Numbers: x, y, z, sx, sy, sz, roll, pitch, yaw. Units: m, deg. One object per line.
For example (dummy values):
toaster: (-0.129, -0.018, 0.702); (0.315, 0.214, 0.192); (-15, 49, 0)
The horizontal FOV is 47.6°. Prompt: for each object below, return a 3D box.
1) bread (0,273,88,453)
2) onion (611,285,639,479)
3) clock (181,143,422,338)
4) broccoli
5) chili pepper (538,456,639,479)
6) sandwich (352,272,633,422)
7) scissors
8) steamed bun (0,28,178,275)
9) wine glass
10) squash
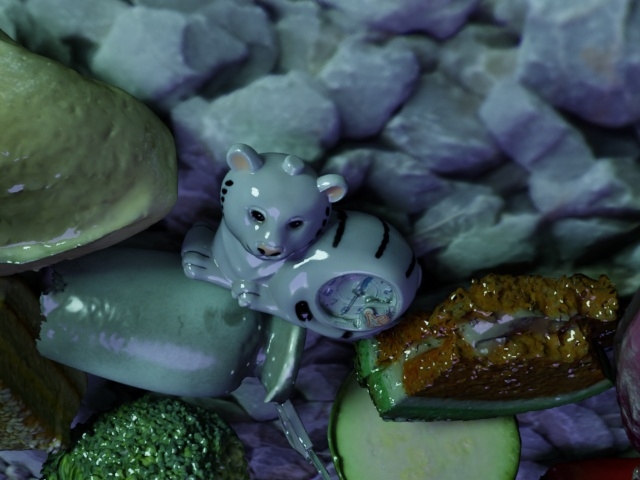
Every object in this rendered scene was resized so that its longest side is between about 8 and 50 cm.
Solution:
bread: (-0.346, 0.106, 0.639); (0.234, 0.110, 0.184); (-2, 139, 8)
onion: (0.347, 0.135, 0.525); (0.267, 0.159, 0.348); (-8, 130, -9)
clock: (0.000, 0.000, 0.522); (0.176, 0.080, 0.117); (21, 133, -15)
broccoli: (-0.177, 0.245, 0.721); (0.198, 0.176, 0.226); (18, 118, -39)
chili pepper: (0.360, 0.245, 0.756); (0.369, 0.092, 0.137); (-19, 126, 14)
sandwich: (0.156, 0.088, 0.570); (0.235, 0.079, 0.159); (-2, 155, -14)
scissors: (-0.004, 0.209, 0.680); (0.015, 0.189, 0.100); (-26, 134, -14)
steamed bun: (-0.199, -0.039, 0.455); (0.213, 0.110, 0.231); (-3, 143, -8)
wine glass: (-0.113, 0.065, 0.573); (0.204, 0.111, 0.111); (13, 136, -10)
squash: (0.082, 0.189, 0.664); (0.170, 0.170, 0.123); (10, 148, -6)
